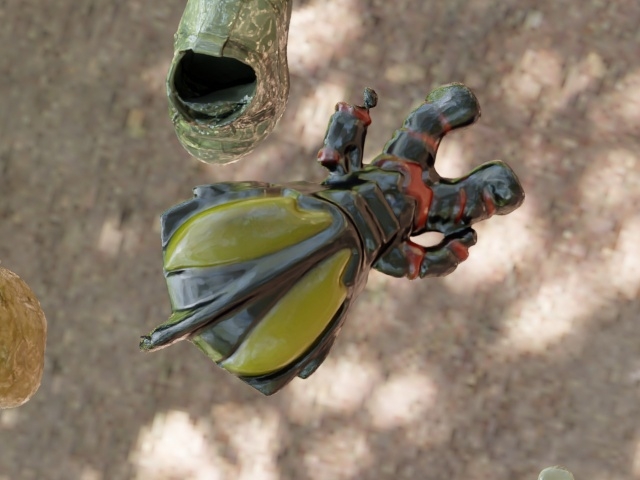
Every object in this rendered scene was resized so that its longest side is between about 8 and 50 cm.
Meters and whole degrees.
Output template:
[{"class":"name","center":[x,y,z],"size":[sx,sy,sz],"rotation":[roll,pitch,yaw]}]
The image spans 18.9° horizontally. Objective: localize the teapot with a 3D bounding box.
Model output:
[{"class":"teapot","center":[-0.338,0.061,1.664],"size":[0.311,0.203,0.167],"rotation":[128,143,-81]}]

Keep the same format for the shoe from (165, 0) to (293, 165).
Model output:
[{"class":"shoe","center":[-0.088,-0.135,1.672],"size":[0.275,0.103,0.098],"rotation":[96,-167,-60]}]

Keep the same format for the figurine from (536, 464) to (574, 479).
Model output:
[{"class":"figurine","center":[0.202,0.244,1.737],"size":[0.050,0.047,0.083],"rotation":[159,129,-79]}]

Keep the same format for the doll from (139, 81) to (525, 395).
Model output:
[{"class":"doll","center":[0.000,-0.002,1.147],"size":[0.127,0.249,0.088],"rotation":[57,167,26]}]
